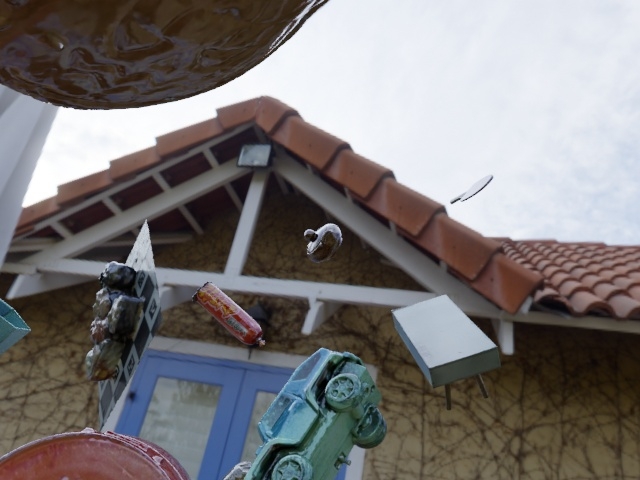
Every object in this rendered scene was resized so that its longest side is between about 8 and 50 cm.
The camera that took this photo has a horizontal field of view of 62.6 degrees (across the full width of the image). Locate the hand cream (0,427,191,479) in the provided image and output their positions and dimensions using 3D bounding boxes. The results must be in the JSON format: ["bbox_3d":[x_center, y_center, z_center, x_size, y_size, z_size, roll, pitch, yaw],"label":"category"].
[{"bbox_3d":[-0.193,0.256,0.431,0.193,0.193,0.125,12,-21,0],"label":"hand cream"}]

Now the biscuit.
[{"bbox_3d":[-0.125,-0.230,0.529,0.365,0.385,0.062,-27,-90,29],"label":"biscuit"}]

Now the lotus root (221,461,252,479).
[{"bbox_3d":[-0.249,0.711,1.471,0.088,0.192,0.113,45,-5,-24],"label":"lotus root"}]

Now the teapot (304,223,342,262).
[{"bbox_3d":[0.000,0.000,1.221,0.078,0.098,0.129,32,-11,-12],"label":"teapot"}]

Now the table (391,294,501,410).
[{"bbox_3d":[0.230,0.208,0.984,0.122,0.240,0.111,-16,-73,-3],"label":"table"}]

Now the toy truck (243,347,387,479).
[{"bbox_3d":[-0.007,0.325,0.873,0.156,0.278,0.155,12,-37,40],"label":"toy truck"}]

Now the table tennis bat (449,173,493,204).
[{"bbox_3d":[0.376,-0.121,1.325,0.013,0.087,0.156,46,-27,-5],"label":"table tennis bat"}]

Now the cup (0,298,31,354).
[{"bbox_3d":[-0.663,0.201,0.931,0.134,0.235,0.148,40,-18,4],"label":"cup"}]

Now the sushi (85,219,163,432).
[{"bbox_3d":[-0.438,0.161,1.088,0.069,0.320,0.339,16,-60,-33],"label":"sushi"}]

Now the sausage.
[{"bbox_3d":[-0.148,0.129,0.878,0.145,0.050,0.048,38,-58,18],"label":"sausage"}]
